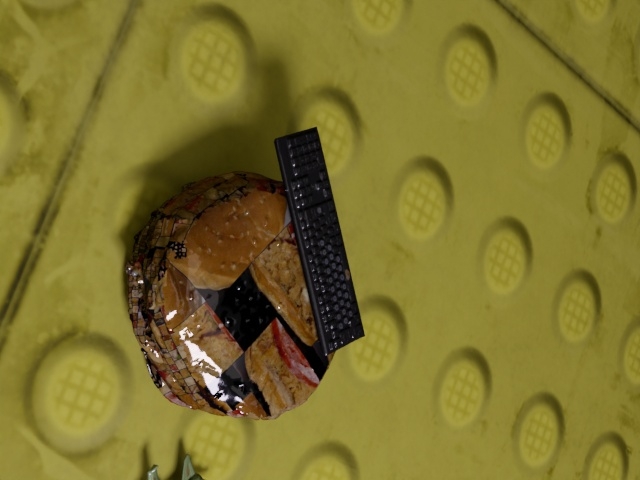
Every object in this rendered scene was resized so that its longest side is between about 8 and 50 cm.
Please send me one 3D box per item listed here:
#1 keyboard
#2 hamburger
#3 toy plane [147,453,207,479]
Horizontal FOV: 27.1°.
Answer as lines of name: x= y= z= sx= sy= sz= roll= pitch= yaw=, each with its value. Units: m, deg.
keyboard: x=0.000 y=0.000 z=1.182 sx=0.064 sy=0.010 sz=0.198 roll=-22 pitch=102 yaw=-48
hamburger: x=-0.070 y=0.048 z=1.191 sx=0.231 sy=0.107 sz=0.230 roll=-1 pitch=92 yaw=-37
toy plane: x=-0.136 y=0.249 z=1.187 sx=0.111 sy=0.040 sz=0.102 roll=-53 pitch=125 yaw=-26
